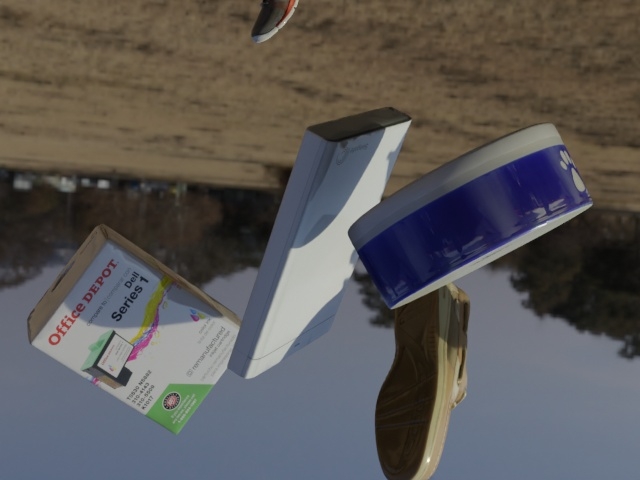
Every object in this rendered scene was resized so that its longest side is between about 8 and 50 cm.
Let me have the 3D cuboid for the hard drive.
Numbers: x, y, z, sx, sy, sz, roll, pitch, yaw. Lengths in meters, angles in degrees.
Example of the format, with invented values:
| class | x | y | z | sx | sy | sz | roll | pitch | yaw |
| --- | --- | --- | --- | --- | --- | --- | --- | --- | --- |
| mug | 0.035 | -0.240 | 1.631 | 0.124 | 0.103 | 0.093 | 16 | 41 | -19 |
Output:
| class | x | y | z | sx | sy | sz | roll | pitch | yaw |
| --- | --- | --- | --- | --- | --- | --- | --- | --- | --- |
| hard drive | 0.000 | 0.000 | 1.380 | 0.047 | 0.353 | 0.233 | 30 | -154 | 21 |

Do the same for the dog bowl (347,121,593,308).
| class | x | y | z | sx | sy | sz | roll | pitch | yaw |
| --- | --- | --- | --- | --- | --- | --- | --- | --- | --- |
| dog bowl | 0.170 | -0.025 | 1.170 | 0.265 | 0.104 | 0.265 | -26 | 172 | -4 |

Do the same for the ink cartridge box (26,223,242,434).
| class | x | y | z | sx | sy | sz | roll | pitch | yaw |
| --- | --- | --- | --- | --- | --- | --- | --- | --- | --- |
| ink cartridge box | -0.284 | 0.137 | 1.593 | 0.278 | 0.201 | 0.117 | 37 | 180 | -21 |

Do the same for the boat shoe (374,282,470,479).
| class | x | y | z | sx | sy | sz | roll | pitch | yaw |
| --- | --- | --- | --- | --- | --- | --- | --- | --- | --- |
| boat shoe | 0.166 | 0.199 | 1.482 | 0.110 | 0.341 | 0.122 | 32 | 144 | -29 |

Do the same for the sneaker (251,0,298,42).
| class | x | y | z | sx | sy | sz | roll | pitch | yaw |
| --- | --- | --- | --- | --- | --- | --- | --- | --- | --- |
| sneaker | -0.061 | -0.344 | 1.390 | 0.065 | 0.158 | 0.061 | 33 | 173 | -27 |
